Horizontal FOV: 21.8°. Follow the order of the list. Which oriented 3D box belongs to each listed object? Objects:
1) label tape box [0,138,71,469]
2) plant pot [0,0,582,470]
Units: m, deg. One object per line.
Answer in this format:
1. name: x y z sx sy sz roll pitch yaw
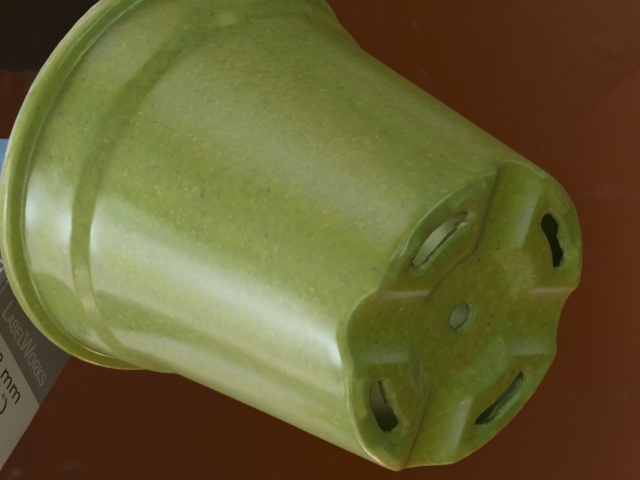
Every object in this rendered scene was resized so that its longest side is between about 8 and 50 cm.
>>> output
1. label tape box: -0.309 0.073 1.189 0.241 0.106 0.333 1 43 27
2. plant pot: 0.000 0.000 0.960 0.254 0.276 0.276 29 92 40
